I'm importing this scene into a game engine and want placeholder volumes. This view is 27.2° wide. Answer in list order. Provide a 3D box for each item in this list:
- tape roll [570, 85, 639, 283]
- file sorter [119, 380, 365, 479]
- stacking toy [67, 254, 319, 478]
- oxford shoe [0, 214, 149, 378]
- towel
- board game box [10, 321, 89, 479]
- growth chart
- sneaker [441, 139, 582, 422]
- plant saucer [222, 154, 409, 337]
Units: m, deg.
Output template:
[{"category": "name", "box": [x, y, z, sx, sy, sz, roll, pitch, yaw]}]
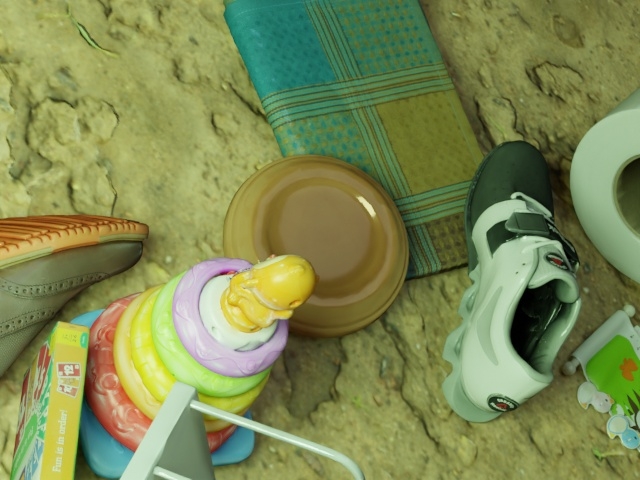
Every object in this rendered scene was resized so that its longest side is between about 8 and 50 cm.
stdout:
[{"category": "tape roll", "box": [0.445, -0.079, 1.577, 0.246, 0.246, 0.169, 51, 50, 2]}, {"category": "file sorter", "box": [-0.087, 0.294, 1.029, 0.173, 0.193, 0.278, 17, 54, 15]}, {"category": "stacking toy", "box": [-0.090, 0.080, 1.120, 0.175, 0.302, 0.166, -2, 66, -32]}, {"category": "oxford shoe", "box": [-0.296, 0.061, 1.146, 0.363, 0.130, 0.133, -20, 107, -43]}, {"category": "towel", "box": [0.060, -0.129, 1.500, 0.271, 0.040, 0.370, -12, 74, -35]}, {"category": "board game box", "box": [-0.230, 0.208, 1.078, 0.039, 0.124, 0.259, 11, 60, -22]}, {"category": "growth chart", "box": [0.393, 0.190, 1.542, 0.237, 0.021, 0.172, 46, 52, -2]}, {"category": "sneaker", "box": [0.230, 0.028, 1.421, 0.122, 0.146, 0.331, 22, 62, -25]}, {"category": "plant saucer", "box": [0.000, 0.000, 1.360, 0.200, 0.037, 0.200, 5, 69, -15]}]
